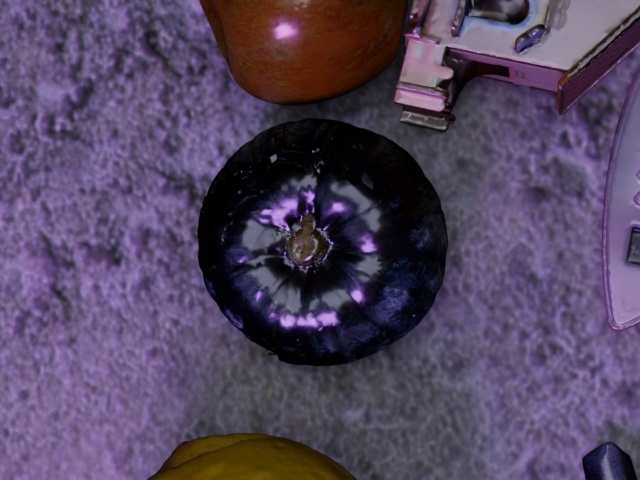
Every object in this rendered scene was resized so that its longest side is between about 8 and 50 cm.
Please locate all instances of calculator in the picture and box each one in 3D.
[{"bbox_3d":[0.363,-0.044,1.474,0.194,0.043,0.294,9,78,10],"label":"calculator"}]

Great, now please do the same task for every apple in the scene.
[{"bbox_3d":[-0.008,-0.243,1.462,0.207,0.237,0.237,-22,78,-3],"label":"apple"}]

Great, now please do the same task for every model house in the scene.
[{"bbox_3d":[0.218,-0.249,1.465,0.244,0.169,0.326,14,81,8],"label":"model house"}]

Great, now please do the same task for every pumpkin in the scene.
[{"bbox_3d":[0.000,0.000,1.448,0.233,0.163,0.233,0,90,12],"label":"pumpkin"}]

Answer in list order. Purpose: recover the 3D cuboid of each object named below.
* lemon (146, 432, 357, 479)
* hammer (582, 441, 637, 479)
[{"bbox_3d":[-0.056,0.314,1.341,0.297,0.297,0.297,-1,80,7],"label":"lemon"},{"bbox_3d":[0.272,0.326,1.408,0.137,0.037,0.290,-8,75,-2],"label":"hammer"}]
